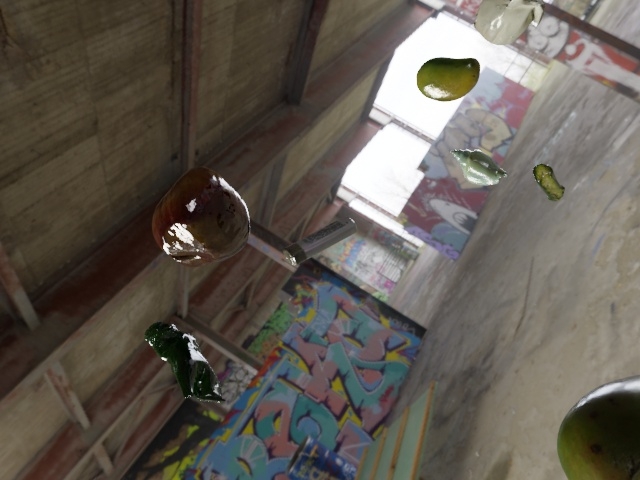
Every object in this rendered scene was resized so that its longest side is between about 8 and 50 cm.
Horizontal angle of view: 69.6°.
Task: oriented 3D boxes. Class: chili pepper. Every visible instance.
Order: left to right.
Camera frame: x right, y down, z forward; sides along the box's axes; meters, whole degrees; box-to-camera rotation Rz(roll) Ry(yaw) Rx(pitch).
[{"bbox_3d":[-0.261,0.237,0.898,0.098,0.224,0.060,16,-75,-54],"label":"chili pepper"}]

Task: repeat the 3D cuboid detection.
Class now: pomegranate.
[{"bbox_3d":[0.569,0.385,0.827,0.216,0.310,0.358,-105,10,-51],"label":"pomegranate"}]

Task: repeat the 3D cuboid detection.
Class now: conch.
[{"bbox_3d":[0.413,-0.198,1.236,0.065,0.180,0.088,-3,-55,-49],"label":"conch"}]

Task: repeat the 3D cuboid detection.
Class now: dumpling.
[{"bbox_3d":[0.436,-0.515,1.057,0.199,0.136,0.118,-115,40,-79],"label":"dumpling"}]

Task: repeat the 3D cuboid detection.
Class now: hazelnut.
[{"bbox_3d":[-0.268,-0.055,1.045,0.217,0.217,0.251,-54,-7,-29],"label":"hazelnut"}]

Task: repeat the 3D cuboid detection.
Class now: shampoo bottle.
[{"bbox_3d":[0.000,0.000,1.399,0.228,0.055,0.086,-29,24,-21],"label":"shampoo bottle"}]

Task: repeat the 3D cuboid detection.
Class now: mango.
[{"bbox_3d":[0.354,-0.452,1.296,0.086,0.191,0.122,-20,-59,-38],"label":"mango"}]

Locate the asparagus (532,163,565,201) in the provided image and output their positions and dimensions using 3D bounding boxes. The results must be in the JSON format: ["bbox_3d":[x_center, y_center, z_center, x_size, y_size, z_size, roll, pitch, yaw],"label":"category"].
[{"bbox_3d":[0.313,-0.074,0.624,0.025,0.021,0.108,-33,-35,26],"label":"asparagus"}]
